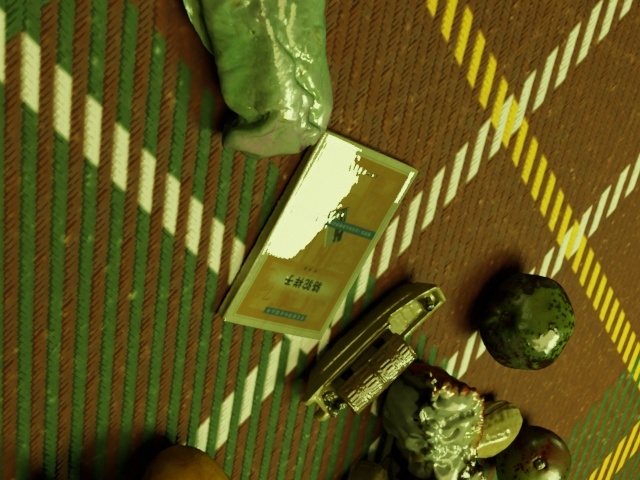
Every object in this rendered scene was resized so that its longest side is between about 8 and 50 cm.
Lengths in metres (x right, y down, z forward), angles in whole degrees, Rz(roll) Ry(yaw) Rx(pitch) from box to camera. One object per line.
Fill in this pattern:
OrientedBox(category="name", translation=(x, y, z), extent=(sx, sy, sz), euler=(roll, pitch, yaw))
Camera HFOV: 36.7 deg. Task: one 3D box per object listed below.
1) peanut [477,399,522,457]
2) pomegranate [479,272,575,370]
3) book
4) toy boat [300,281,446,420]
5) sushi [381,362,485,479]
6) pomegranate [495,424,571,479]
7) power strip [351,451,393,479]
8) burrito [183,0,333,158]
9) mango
OrientedBox(category="peanut", translation=(0.232, 0.301, 1.468), extent=(0.174, 0.080, 0.080), euler=(-20, 130, -24))
OrientedBox(category="pomegranate", translation=(0.286, 0.113, 1.368), extent=(0.125, 0.163, 0.138), euler=(17, 92, -5))
OrientedBox(category="book", translation=(0.000, 0.000, 1.107), extent=(0.170, 0.018, 0.241), euler=(17, 106, -45))
OrientedBox(category="toy boat", translation=(0.072, 0.141, 1.213), extent=(0.226, 0.088, 0.068), euler=(-42, 136, -8))
OrientedBox(category="sushi", translation=(0.157, 0.298, 1.332), extent=(0.130, 0.124, 0.332), euler=(-15, 114, -26))
OrientedBox(category="pomegranate", translation=(0.344, 0.360, 1.579), extent=(0.130, 0.130, 0.130), euler=(-21, 130, -28))
OrientedBox(category="power strip", translation=(0.035, 0.429, 1.338), extent=(0.064, 0.044, 0.305), euler=(54, 54, -46))
OrientedBox(category="burrito", translation=(-0.043, -0.183, 0.897), extent=(0.144, 0.089, 0.229), euler=(-28, 131, -19))
OrientedBox(category="mango", translation=(-0.146, 0.300, 1.121), extent=(0.089, 0.115, 0.165), euler=(-27, 139, 5))
